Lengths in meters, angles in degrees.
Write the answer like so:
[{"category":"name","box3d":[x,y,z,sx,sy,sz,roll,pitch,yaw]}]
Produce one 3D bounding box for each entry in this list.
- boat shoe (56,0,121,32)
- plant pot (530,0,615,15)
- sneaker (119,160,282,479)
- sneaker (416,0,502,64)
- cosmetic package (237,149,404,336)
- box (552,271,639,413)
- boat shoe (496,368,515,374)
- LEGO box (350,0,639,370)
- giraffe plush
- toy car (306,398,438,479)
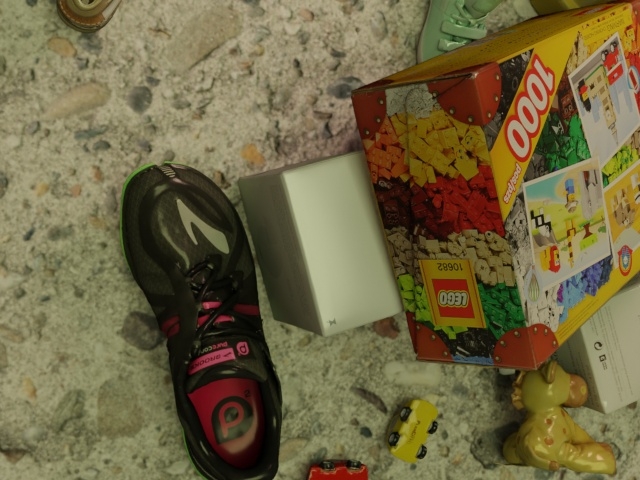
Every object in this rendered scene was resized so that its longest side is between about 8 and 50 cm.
[{"category":"boat shoe","box3d":[-0.269,-0.430,1.297,0.113,0.103,0.302,20,85,-18]},{"category":"plant pot","box3d":[0.479,-0.454,1.477,0.254,0.239,0.253,-1,92,-18]},{"category":"sneaker","box3d":[-0.140,0.119,1.303,0.185,0.202,0.482,-20,98,-18]},{"category":"sneaker","box3d":[0.221,-0.328,1.439,0.094,0.151,0.255,2,92,-20]},{"category":"cosmetic package","box3d":[0.000,0.000,1.335,0.138,0.225,0.224,-17,97,-17]},{"category":"box","box3d":[0.481,0.161,1.556,0.182,0.119,0.180,-20,98,-16]},{"category":"boat shoe","box3d":[0.238,0.077,1.488,0.102,0.108,0.301,-12,110,14]},{"category":"LEGO box","box3d":[0.300,-0.099,1.322,0.500,0.193,0.372,-30,111,-44]},{"category":"giraffe plush","box3d":[0.359,0.272,1.497,0.210,0.181,0.170,12,78,-35]},{"category":"toy car","box3d":[0.111,0.386,1.474,0.239,0.053,0.225,-31,101,-15]}]
